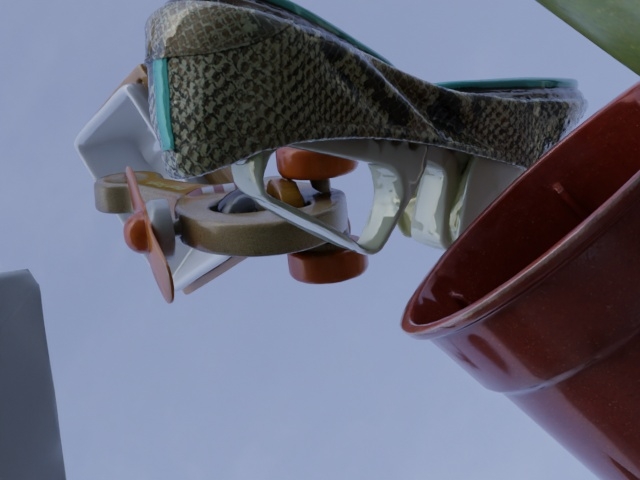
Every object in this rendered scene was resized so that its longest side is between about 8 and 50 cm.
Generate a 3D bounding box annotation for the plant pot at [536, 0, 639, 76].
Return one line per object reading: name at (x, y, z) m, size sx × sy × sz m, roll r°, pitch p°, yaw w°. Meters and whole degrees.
plant pot at (0.139, -0.216, 0.464) m, size 0.254 × 0.276 × 0.276 m, roll 45°, pitch -94°, yaw 3°

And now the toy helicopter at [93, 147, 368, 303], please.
toy helicopter at (-0.135, -0.028, 1.042) m, size 0.235 × 0.355 × 0.140 m, roll -22°, pitch -67°, yaw -41°

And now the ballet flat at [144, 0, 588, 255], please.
ballet flat at (0.057, -0.077, 0.835) m, size 0.483 × 0.164 × 0.182 m, roll 4°, pitch -92°, yaw -45°

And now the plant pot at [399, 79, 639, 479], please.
plant pot at (0.241, 0.060, 0.650) m, size 0.272 × 0.272 × 0.265 m, roll -44°, pitch -86°, yaw -5°

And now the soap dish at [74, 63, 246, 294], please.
soap dish at (-0.202, -0.085, 1.404) m, size 0.118 × 0.229 × 0.291 m, roll -35°, pitch -88°, yaw -39°

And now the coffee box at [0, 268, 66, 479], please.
coffee box at (-0.324, 0.199, 0.403) m, size 0.334 × 0.338 × 0.337 m, roll -9°, pitch -86°, yaw -50°

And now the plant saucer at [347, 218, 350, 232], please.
plant saucer at (0.000, 0.000, 1.128) m, size 0.013 × 0.083 × 0.083 m, roll 28°, pitch -86°, yaw -38°
